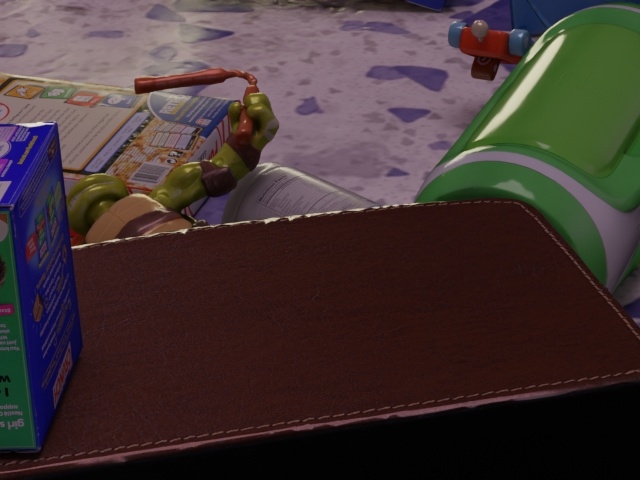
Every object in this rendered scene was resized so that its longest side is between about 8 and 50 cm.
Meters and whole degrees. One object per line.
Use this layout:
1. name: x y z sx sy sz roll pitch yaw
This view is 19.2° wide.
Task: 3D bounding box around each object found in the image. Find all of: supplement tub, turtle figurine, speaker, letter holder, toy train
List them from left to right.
1. turtle figurine: -0.105 0.020 1.097 0.269 0.087 0.217 -35 43 -14
2. letter holder: -0.017 0.096 0.890 0.302 0.152 0.214 -8 27 -12
3. supplement tub: 0.000 0.000 1.145 0.107 0.071 0.071 24 37 39
4. speaker: 0.152 -0.047 1.171 0.131 0.131 0.296 11 31 20
5. toy train: 0.178 -0.120 1.354 0.166 0.046 0.125 11 1 22

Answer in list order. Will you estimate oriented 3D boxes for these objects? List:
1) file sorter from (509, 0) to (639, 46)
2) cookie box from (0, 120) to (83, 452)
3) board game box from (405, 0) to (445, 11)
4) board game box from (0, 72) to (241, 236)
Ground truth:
1. file sorter: 0.209 -0.223 1.434 0.118 0.170 0.104 -13 33 -6
2. cookie box: -0.127 0.018 0.763 0.040 0.107 0.092 -1 24 5
3. board game box: 0.012 -0.334 1.682 0.233 0.078 0.347 17 29 -4
4. board game box: -0.168 -0.059 1.282 0.194 0.045 0.147 8 30 16
